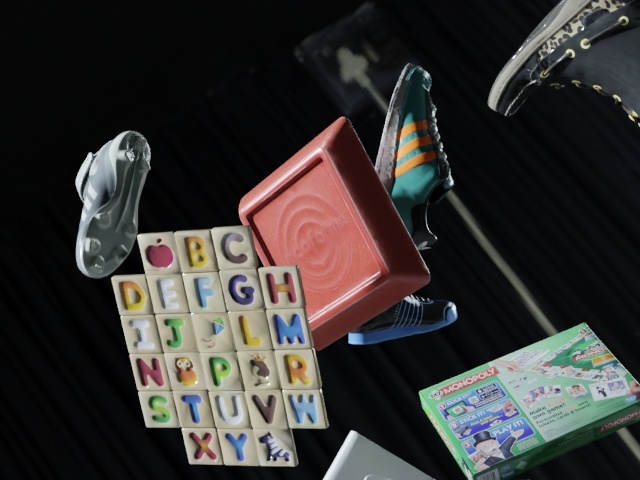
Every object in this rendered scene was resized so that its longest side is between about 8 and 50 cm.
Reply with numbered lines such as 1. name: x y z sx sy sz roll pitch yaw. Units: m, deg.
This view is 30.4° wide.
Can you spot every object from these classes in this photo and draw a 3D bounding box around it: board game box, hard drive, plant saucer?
1. board game box: 0.349 0.267 1.935 0.317 0.213 0.046 -21 -54 -8
2. hard drive: 0.066 0.522 2.090 0.307 0.203 0.040 -59 4 -11
3. plant saucer: 0.000 0.000 1.655 0.047 0.259 0.258 -15 -15 -47

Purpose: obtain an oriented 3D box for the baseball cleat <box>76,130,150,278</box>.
1. baseball cleat: -0.270 -0.038 1.469 0.109 0.206 0.072 -15 -41 44

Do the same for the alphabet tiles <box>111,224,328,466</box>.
1. alphabet tiles: -0.138 0.148 1.587 0.285 0.343 0.011 -3 17 25

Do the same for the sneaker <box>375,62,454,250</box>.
1. sneaker: 0.147 -0.121 1.787 0.108 0.121 0.302 92 -170 -73

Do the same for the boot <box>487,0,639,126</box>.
1. boot: 0.483 -0.274 2.020 0.138 0.284 0.377 -42 -6 -47

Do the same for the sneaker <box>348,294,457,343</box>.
1. sneaker: 0.145 0.120 2.092 0.232 0.090 0.081 -11 8 -33

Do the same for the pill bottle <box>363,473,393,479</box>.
1. pill bottle: 0.051 0.513 1.810 0.283 0.161 0.161 -57 -26 11
